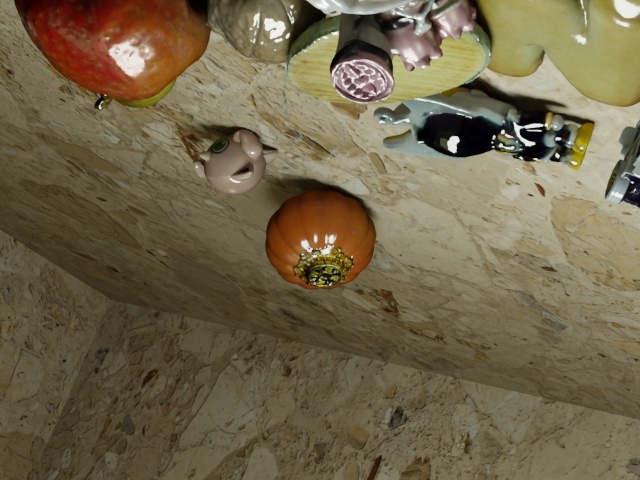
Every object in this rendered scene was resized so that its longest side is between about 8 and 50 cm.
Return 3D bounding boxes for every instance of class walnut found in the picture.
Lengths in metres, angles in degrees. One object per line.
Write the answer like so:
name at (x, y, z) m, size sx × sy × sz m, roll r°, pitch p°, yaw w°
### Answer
walnut at (-0.069, -0.314, 1.655) m, size 0.178 × 0.178 × 0.230 m, roll 22°, pitch 170°, yaw -3°

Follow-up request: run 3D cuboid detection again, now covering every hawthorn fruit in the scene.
hawthorn fruit at (-0.274, -0.312, 1.686) m, size 0.262 × 0.258 × 0.258 m, roll 24°, pitch 165°, yaw -32°

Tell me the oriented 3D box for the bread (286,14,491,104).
bread at (0.085, -0.234, 1.609) m, size 0.267 × 0.040 × 0.267 m, roll -3°, pitch 165°, yaw -1°

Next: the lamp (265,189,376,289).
lamp at (0.000, 0.000, 2.525) m, size 0.223 × 0.196 × 0.223 m, roll -4°, pitch 136°, yaw -4°

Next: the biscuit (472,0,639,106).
biscuit at (0.295, -0.259, 1.550) m, size 0.237 × 0.062 × 0.290 m, roll 19°, pitch 165°, yaw 11°

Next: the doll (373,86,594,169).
doll at (0.234, -0.165, 1.860) m, size 0.316 × 0.103 × 0.145 m, roll 11°, pitch 178°, yaw 6°

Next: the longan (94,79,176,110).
longan at (-0.311, -0.282, 2.060) m, size 0.155 × 0.176 × 0.145 m, roll 40°, pitch 176°, yaw -10°

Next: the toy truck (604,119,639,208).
toy truck at (0.462, -0.136, 1.525) m, size 0.146 × 0.175 × 0.367 m, roll 22°, pitch 164°, yaw 3°

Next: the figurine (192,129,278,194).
figurine at (-0.161, -0.147, 2.405) m, size 0.138 × 0.125 × 0.125 m, roll -1°, pitch 154°, yaw 31°

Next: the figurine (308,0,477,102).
figurine at (0.049, -0.322, 1.303) m, size 0.211 × 0.253 × 0.361 m, roll 30°, pitch 164°, yaw 24°
